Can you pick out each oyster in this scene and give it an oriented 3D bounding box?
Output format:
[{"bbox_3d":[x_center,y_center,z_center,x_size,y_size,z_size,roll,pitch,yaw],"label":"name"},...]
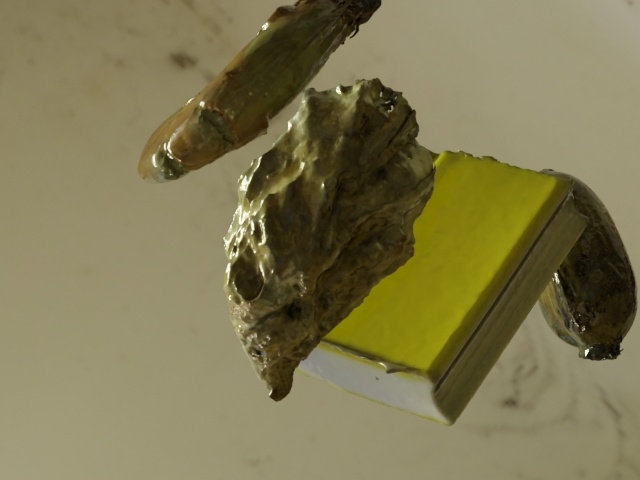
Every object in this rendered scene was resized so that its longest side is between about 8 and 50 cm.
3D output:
[{"bbox_3d":[-0.003,-0.009,1.094,0.209,0.133,0.072,-46,9,7],"label":"oyster"}]

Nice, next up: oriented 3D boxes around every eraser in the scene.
[{"bbox_3d":[0.084,0.029,1.273,0.226,0.158,0.069,-52,-39,-28],"label":"eraser"}]

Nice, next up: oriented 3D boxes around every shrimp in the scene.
[{"bbox_3d":[-0.042,-0.135,1.300,0.267,0.061,0.145,-48,12,-13],"label":"shrimp"}]

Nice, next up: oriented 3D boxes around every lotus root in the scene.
[{"bbox_3d":[0.222,0.019,1.404,0.080,0.179,0.089,-7,-19,-20],"label":"lotus root"}]
